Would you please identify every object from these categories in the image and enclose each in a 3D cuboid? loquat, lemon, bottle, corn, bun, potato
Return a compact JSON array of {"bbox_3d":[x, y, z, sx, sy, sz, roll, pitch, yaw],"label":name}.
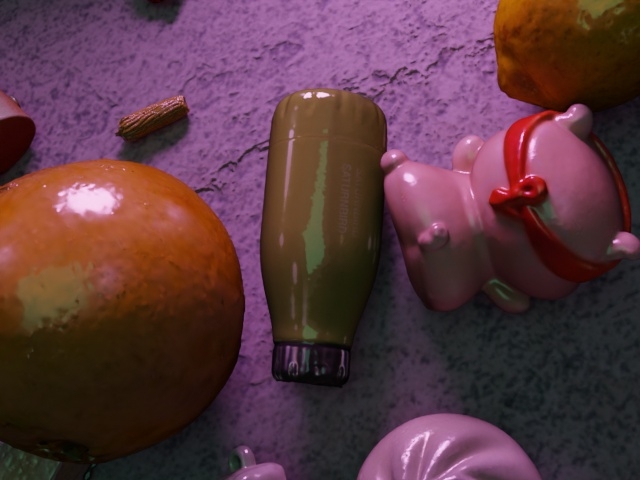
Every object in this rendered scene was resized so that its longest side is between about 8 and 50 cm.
[{"bbox_3d":[-0.195,0.055,0.652,0.262,0.263,0.263,-2,77,9],"label":"loquat"},{"bbox_3d":[0.248,-0.200,0.683,0.207,0.170,0.170,-36,74,-1],"label":"lemon"},{"bbox_3d":[0.000,0.000,0.707,0.112,0.112,0.260,3,77,10],"label":"bottle"},{"bbox_3d":[-0.176,-0.126,0.808,0.083,0.027,0.028,-23,91,1],"label":"corn"},{"bbox_3d":[0.104,0.230,0.635,0.172,0.120,0.173,-3,75,10],"label":"bun"},{"bbox_3d":[-0.266,0.217,0.728,0.086,0.061,0.122,24,81,16],"label":"potato"}]

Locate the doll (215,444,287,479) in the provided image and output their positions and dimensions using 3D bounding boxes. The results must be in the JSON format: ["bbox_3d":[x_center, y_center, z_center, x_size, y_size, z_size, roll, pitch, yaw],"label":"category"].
[{"bbox_3d":[-0.026,0.314,0.639,0.119,0.138,0.293,-10,75,-35],"label":"doll"}]

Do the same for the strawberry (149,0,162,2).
[{"bbox_3d":[-0.183,-0.333,0.848,0.103,0.048,0.152,-2,91,2],"label":"strawberry"}]

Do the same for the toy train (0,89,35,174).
[{"bbox_3d":[-0.436,-0.152,0.814,0.285,0.116,0.177,41,65,16],"label":"toy train"}]

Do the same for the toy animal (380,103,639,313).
[{"bbox_3d":[0.162,-0.024,0.671,0.197,0.171,0.172,-14,75,14],"label":"toy animal"}]
